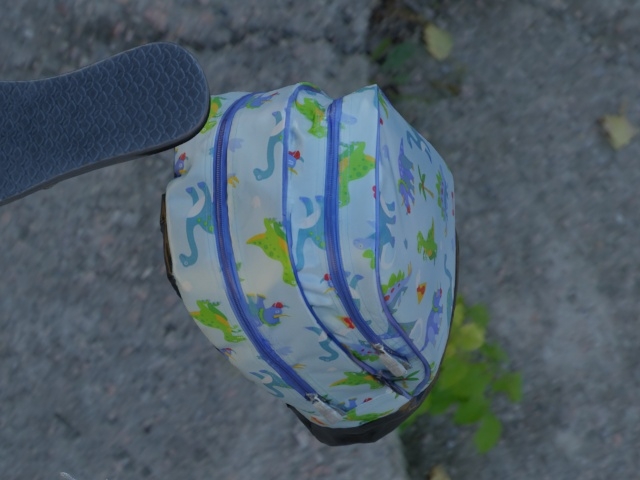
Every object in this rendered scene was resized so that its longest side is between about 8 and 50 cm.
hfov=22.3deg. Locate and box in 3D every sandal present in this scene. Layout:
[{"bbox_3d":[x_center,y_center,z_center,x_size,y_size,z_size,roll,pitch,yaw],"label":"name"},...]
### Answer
[{"bbox_3d":[-0.200,-0.072,1.116,0.255,0.054,0.097,-9,87,-2],"label":"sandal"}]

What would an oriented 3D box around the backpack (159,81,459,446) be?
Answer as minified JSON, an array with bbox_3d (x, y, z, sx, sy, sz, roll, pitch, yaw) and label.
[{"bbox_3d":[0.000,0.000,1.413,0.355,0.273,0.290,33,58,-46],"label":"backpack"}]

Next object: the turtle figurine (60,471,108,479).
[{"bbox_3d":[-0.196,0.290,1.336,0.175,0.234,0.118,-36,123,-17],"label":"turtle figurine"}]
